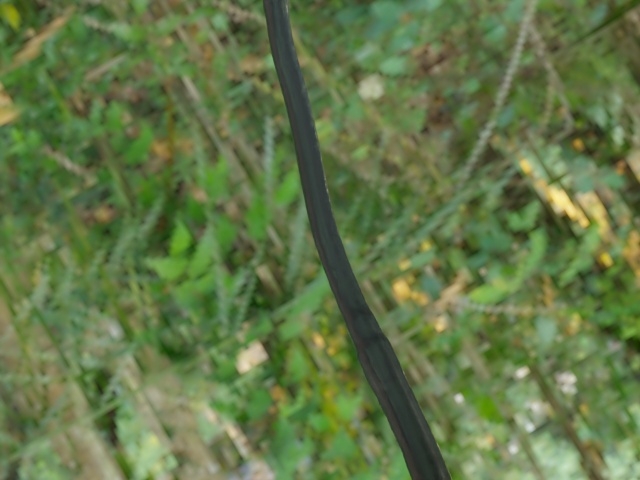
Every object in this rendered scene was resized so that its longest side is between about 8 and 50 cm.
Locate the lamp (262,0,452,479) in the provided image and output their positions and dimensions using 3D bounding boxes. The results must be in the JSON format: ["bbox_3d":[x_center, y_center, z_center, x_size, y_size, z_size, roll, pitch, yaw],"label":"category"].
[{"bbox_3d":[0.032,0.005,0.689,0.108,0.371,0.130,4,144,-34],"label":"lamp"}]
